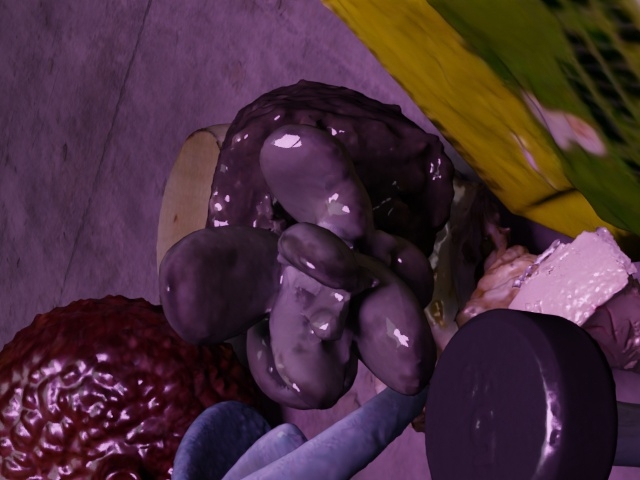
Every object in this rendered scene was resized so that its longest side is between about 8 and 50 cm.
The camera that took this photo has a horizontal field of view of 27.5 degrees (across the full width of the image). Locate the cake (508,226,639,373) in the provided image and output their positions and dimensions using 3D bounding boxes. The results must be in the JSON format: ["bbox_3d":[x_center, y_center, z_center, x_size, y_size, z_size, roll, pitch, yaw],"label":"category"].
[{"bbox_3d":[0.154,0.046,0.680,0.065,0.121,0.052,-44,44,10],"label":"cake"}]

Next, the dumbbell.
[{"bbox_3d":[0.150,0.091,0.606,0.100,0.191,0.100,-25,61,56],"label":"dumbbell"}]

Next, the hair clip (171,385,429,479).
[{"bbox_3d":[-0.006,0.260,0.693,0.238,0.392,0.318,-28,92,38],"label":"hair clip"}]

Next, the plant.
[{"bbox_3d":[0.002,0.000,0.714,0.274,0.146,0.149,-83,-8,-71],"label":"plant"}]

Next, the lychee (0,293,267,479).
[{"bbox_3d":[-0.167,0.169,1.086,0.260,0.260,0.261,-27,58,55],"label":"lychee"}]

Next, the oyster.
[{"bbox_3d":[0.094,0.027,0.846,0.294,0.094,0.166,-95,25,-59],"label":"oyster"}]

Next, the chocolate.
[{"bbox_3d":[0.133,-0.112,0.607,0.137,0.301,0.288,-48,30,-8],"label":"chocolate"}]

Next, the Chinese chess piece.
[{"bbox_3d":[-0.081,-0.010,1.167,0.188,0.083,0.189,-20,67,59],"label":"Chinese chess piece"}]
